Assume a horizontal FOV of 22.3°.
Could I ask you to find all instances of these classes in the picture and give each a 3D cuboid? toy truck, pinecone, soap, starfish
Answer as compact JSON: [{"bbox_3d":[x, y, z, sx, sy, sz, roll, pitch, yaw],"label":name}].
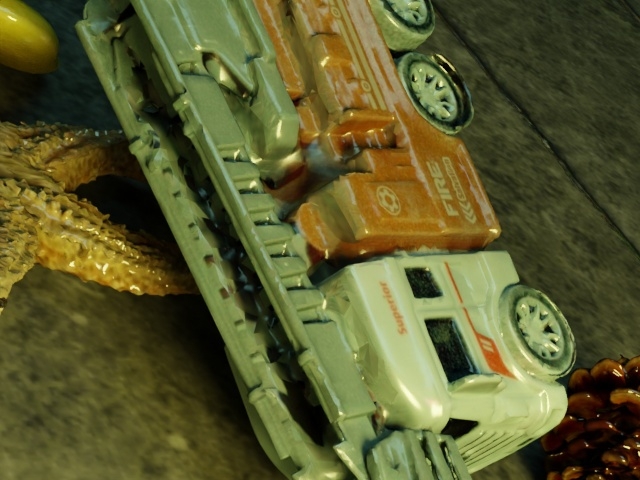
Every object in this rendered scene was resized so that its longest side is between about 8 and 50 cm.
[{"bbox_3d":[0.000,0.000,0.841,0.184,0.133,0.338,-1,64,-49],"label":"toy truck"},{"bbox_3d":[0.174,0.127,0.937,0.102,0.102,0.109,30,58,-5],"label":"pinecone"},{"bbox_3d":[-0.192,-0.126,0.966,0.089,0.033,0.168,29,-4,0],"label":"soap"},{"bbox_3d":[-0.172,-0.022,0.850,0.299,0.060,0.302,36,21,3],"label":"starfish"}]
